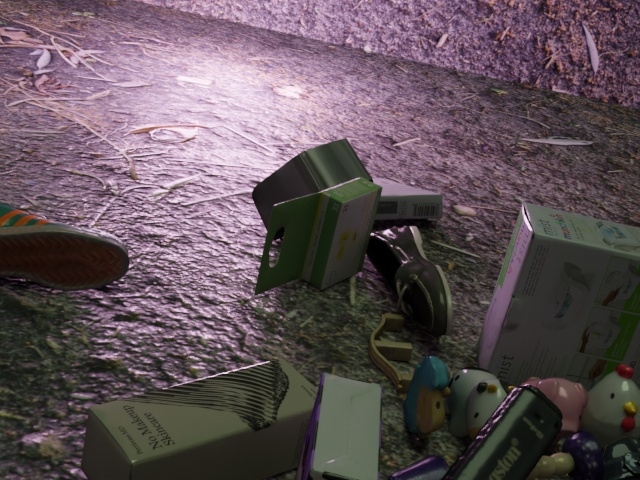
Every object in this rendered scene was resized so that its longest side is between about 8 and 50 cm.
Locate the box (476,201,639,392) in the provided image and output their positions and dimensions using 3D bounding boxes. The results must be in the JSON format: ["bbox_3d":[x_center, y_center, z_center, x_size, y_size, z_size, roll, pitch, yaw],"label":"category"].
[{"bbox_3d":[0.381,0.104,1.420,0.231,0.261,0.126,12,25,-1],"label":"box"}]

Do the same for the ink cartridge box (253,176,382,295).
[{"bbox_3d":[0.000,0.000,1.551,0.056,0.171,0.235,28,29,27],"label":"ink cartridge box"}]

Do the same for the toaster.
[{"bbox_3d":[-0.010,-0.095,1.715,0.168,0.186,0.110,-26,84,-51],"label":"toaster"}]

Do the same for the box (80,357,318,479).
[{"bbox_3d":[-0.130,0.229,1.110,0.275,0.094,0.113,-10,34,-40],"label":"box"}]

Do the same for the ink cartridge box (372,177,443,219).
[{"bbox_3d":[0.110,-0.087,1.948,0.189,0.066,0.232,-3,9,-30],"label":"ink cartridge box"}]

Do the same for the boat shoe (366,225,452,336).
[{"bbox_3d":[0.141,0.068,1.571,0.096,0.112,0.335,-4,23,-5],"label":"boat shoe"}]

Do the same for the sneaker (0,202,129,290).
[{"bbox_3d":[-0.438,-0.003,1.419,0.302,0.108,0.121,6,31,-13],"label":"sneaker"}]

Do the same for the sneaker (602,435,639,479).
[{"bbox_3d":[0.456,0.325,1.205,0.226,0.086,0.163,6,29,-12],"label":"sneaker"}]

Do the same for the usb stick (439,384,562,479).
[{"bbox_3d":[0.183,0.277,1.076,0.077,0.045,0.278,40,60,10],"label":"usb stick"}]

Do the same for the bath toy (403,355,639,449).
[{"bbox_3d":[0.295,0.222,1.292,0.348,0.129,0.151,6,26,-16],"label":"bath toy"}]

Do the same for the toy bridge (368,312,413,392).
[{"bbox_3d":[0.106,0.167,1.429,0.063,0.026,0.188,7,26,-8],"label":"toy bridge"}]

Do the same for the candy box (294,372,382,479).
[{"bbox_3d":[0.007,0.267,0.979,0.070,0.196,0.165,13,25,-2],"label":"candy box"}]

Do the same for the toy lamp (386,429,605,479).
[{"bbox_3d":[0.212,0.287,1.152,0.275,0.080,0.080,-7,31,-19],"label":"toy lamp"}]
